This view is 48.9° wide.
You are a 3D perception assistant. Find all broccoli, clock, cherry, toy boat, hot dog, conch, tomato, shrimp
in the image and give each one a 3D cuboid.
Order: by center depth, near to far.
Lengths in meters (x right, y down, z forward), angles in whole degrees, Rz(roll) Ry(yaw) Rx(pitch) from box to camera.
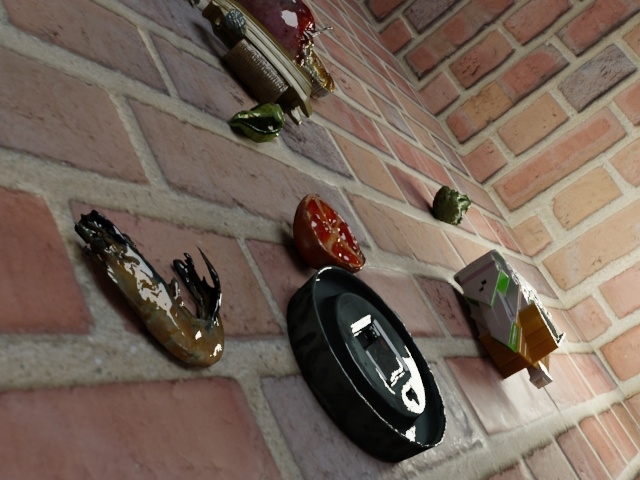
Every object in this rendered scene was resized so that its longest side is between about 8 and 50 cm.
[{"bbox_3d":[-0.173,0.039,0.776,0.219,0.046,0.152,50,21,-18],"label":"shrimp"},{"bbox_3d":[0.072,0.179,1.053,0.312,0.061,0.313,44,22,-23],"label":"clock"},{"bbox_3d":[0.000,0.000,1.183,0.155,0.069,0.156,43,25,-27],"label":"tomato"},{"bbox_3d":[-0.108,-0.217,1.296,0.121,0.074,0.089,-8,22,-43],"label":"conch"},{"bbox_3d":[-0.130,-0.370,1.473,0.310,0.089,0.115,46,58,-19],"label":"toy boat"},{"bbox_3d":[-0.118,-0.491,1.587,0.249,0.175,0.192,40,54,-14],"label":"cherry"},{"bbox_3d":[0.488,0.210,1.759,0.235,0.166,0.310,40,25,-31],"label":"clock"},{"bbox_3d":[-0.053,-0.486,1.867,0.268,0.075,0.144,53,23,8],"label":"hot dog"},{"bbox_3d":[0.405,-0.108,2.173,0.131,0.120,0.130,141,-65,-79],"label":"broccoli"}]

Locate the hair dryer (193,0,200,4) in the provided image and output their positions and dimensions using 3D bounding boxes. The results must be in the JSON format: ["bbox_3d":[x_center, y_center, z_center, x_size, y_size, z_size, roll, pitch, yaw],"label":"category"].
[{"bbox_3d":[-0.286,-0.603,1.585,0.220,0.053,0.195,60,21,18],"label":"hair dryer"}]
